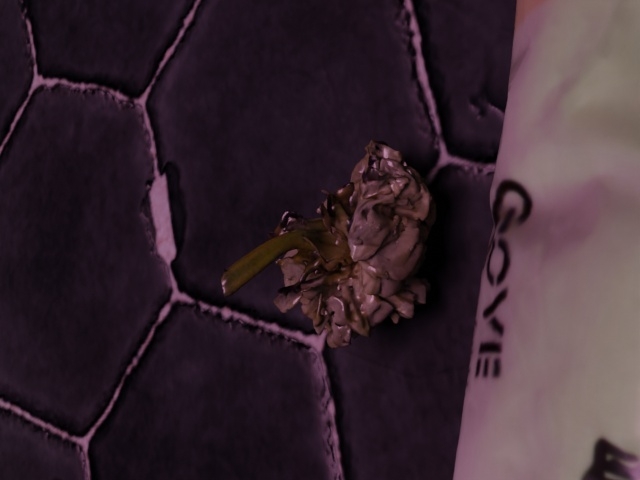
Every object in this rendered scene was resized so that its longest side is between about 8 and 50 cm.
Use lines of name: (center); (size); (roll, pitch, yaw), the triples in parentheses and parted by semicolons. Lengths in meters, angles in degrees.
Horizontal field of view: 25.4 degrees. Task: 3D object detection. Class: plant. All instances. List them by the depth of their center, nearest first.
plant: (0.000, 0.000, 0.798); (0.104, 0.122, 0.116); (28, 112, 56)

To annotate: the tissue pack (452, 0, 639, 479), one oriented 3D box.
tissue pack: (0.232, -0.022, 0.471); (0.390, 0.195, 0.375); (-2, 77, 23)
